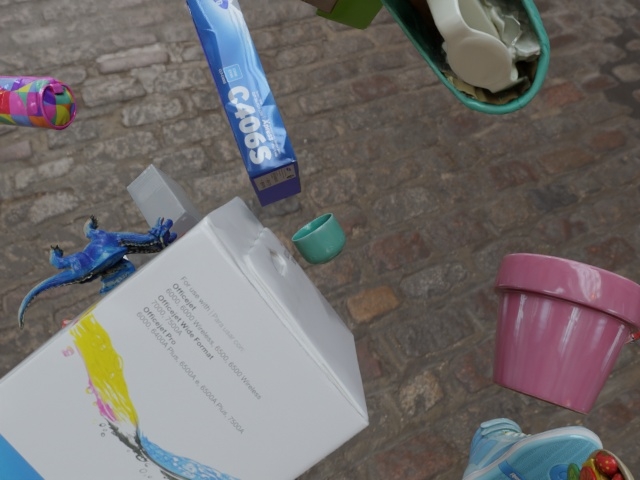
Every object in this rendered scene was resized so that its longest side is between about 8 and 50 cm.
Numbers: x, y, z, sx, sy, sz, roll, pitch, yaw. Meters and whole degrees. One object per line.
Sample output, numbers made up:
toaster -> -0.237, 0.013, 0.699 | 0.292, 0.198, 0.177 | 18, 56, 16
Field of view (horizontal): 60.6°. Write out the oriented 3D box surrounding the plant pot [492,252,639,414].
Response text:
plant pot -> 0.330, 0.135, 0.770 | 0.201, 0.201, 0.180 | 18, 80, 7

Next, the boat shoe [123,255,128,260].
boat shoe -> -0.529, 0.066, 1.424 | 0.063, 0.066, 0.184 | -32, 50, -18

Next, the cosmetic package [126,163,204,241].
cosmetic package -> -0.374, -0.074, 1.366 | 0.107, 0.127, 0.238 | -42, 49, 3

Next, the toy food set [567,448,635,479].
toy food set -> 0.210, 0.199, 0.404 | 0.020, 0.083, 0.083 | 3, 55, 0

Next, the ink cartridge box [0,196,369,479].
ink cartridge box -> -0.107, 0.105, 0.414 | 0.232, 0.171, 0.168 | -38, 99, 5

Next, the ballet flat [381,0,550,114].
ballet flat -> 0.062, -0.159, 0.305 | 0.247, 0.083, 0.087 | 36, 34, -34

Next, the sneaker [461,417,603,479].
sneaker -> 0.415, 0.418, 1.118 | 0.127, 0.319, 0.208 | 47, 30, -3

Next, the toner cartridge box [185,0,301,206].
toner cartridge box -> -0.123, -0.240, 0.851 | 0.075, 0.165, 0.348 | -20, 80, -5

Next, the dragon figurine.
dragon figurine -> -0.371, 0.044, 0.929 | 0.143, 0.085, 0.289 | 20, 46, 22

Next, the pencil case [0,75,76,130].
pencil case -> -0.590, -0.268, 1.043 | 0.236, 0.104, 0.105 | 9, 54, 13

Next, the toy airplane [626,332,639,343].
toy airplane -> 0.663, 0.179, 1.150 | 0.151, 0.151, 0.028 | -12, 49, -14

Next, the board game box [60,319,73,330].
board game box -> -0.546, 0.278, 1.184 | 0.045, 0.147, 0.193 | 12, 11, -29

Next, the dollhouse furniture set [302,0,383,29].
dollhouse furniture set -> 0.037, -0.381, 0.481 | 0.151, 0.197, 0.302 | 18, 86, -11

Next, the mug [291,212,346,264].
mug -> 0.006, -0.002, 1.457 | 0.097, 0.129, 0.158 | 57, 25, -12
